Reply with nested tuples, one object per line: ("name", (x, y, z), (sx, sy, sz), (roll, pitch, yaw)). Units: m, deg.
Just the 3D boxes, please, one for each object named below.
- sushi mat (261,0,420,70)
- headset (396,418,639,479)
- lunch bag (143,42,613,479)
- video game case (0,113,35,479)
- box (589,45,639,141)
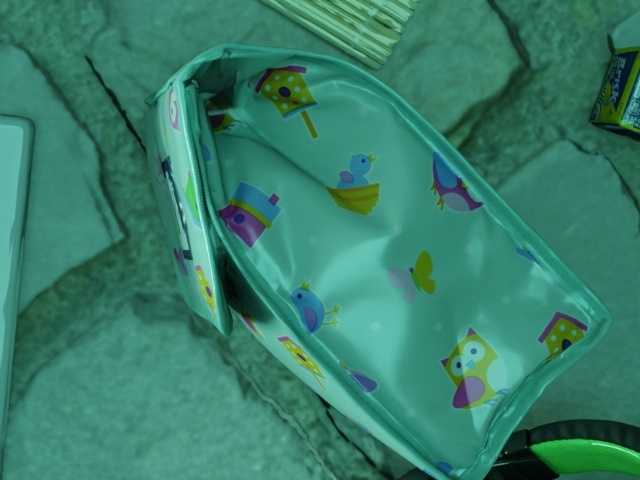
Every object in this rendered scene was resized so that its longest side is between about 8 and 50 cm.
("sushi mat", (-0.055, -0.253, 0.672), (0.316, 0.019, 0.151), (29, 94, -11))
("headset", (0.076, 0.249, 0.648), (0.394, 0.243, 0.185), (-31, 129, 21))
("lunch bag", (0.000, 0.000, 0.609), (0.262, 0.223, 0.160), (42, 83, -11))
("video game case", (-0.364, 0.051, 0.662), (0.328, 0.036, 0.300), (6, 97, -10))
("box", (0.280, -0.081, 0.723), (0.168, 0.054, 0.059), (18, 95, -9))
